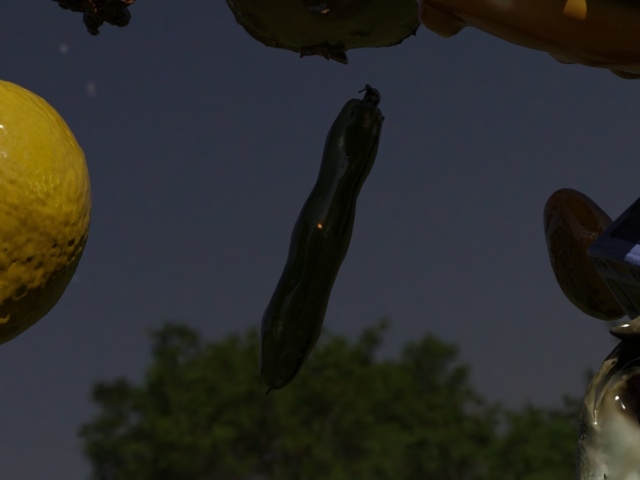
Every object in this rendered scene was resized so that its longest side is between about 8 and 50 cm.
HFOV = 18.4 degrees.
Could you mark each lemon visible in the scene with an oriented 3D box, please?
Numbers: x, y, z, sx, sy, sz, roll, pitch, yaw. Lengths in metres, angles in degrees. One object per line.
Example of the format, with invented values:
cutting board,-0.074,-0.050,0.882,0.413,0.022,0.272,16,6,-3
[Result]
lemon,-0.257,-0.019,1.428,0.187,0.244,0.187,3,-42,2

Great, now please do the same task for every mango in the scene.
mango,0.214,0.011,1.570,0.057,0.114,0.079,-24,-7,-19

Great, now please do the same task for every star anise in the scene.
star anise,-0.303,-0.321,2.508,0.097,0.070,0.191,-18,-35,28

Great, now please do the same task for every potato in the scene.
potato,-0.025,-0.336,1.992,0.196,0.299,0.246,-2,-42,-53

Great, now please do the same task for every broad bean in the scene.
broad bean,0.000,-0.001,1.518,0.046,0.254,0.065,19,-2,3

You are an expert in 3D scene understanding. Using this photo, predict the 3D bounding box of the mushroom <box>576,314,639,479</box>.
mushroom,0.177,0.195,1.032,0.247,0.344,0.130,-4,-50,24

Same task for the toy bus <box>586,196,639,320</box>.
toy bus,0.337,-0.040,1.404,0.292,0.133,0.125,-42,19,-10

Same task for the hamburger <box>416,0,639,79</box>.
hamburger,0.195,-0.272,1.395,0.396,0.396,0.277,-4,-58,-40
